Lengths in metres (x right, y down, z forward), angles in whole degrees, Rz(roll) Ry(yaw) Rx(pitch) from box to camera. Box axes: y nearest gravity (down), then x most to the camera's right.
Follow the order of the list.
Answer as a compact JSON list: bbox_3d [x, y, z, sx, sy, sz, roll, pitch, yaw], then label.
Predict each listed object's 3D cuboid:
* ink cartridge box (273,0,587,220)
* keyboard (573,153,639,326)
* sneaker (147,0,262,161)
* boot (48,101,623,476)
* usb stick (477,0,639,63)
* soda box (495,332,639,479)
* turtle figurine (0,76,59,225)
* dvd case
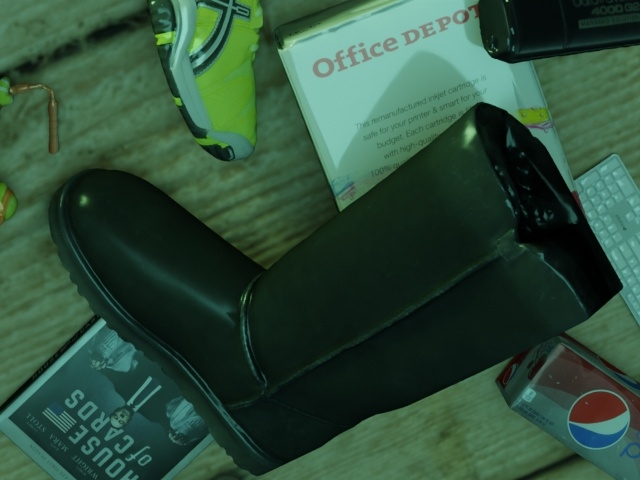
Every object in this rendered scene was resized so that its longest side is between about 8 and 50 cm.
[{"bbox_3d":[0.110,-0.097,1.793,0.226,0.131,0.306,-20,105,0],"label":"ink cartridge box"},{"bbox_3d":[0.341,0.032,1.913,0.072,0.014,0.256,-32,106,3],"label":"keyboard"},{"bbox_3d":[-0.095,-0.261,1.720,0.147,0.145,0.384,-11,107,-3],"label":"sneaker"},{"bbox_3d":[0.002,0.001,1.669,0.367,0.146,0.445,48,134,-12],"label":"boot"},{"bbox_3d":[0.252,-0.217,1.743,0.278,0.045,0.077,-12,90,-42],"label":"usb stick"},{"bbox_3d":[0.316,0.195,1.918,0.263,0.083,0.092,35,99,-14],"label":"soda box"},{"bbox_3d":[-0.385,-0.053,1.770,0.217,0.087,0.269,23,101,-12],"label":"turtle figurine"},{"bbox_3d":[-0.190,0.161,1.880,0.239,0.029,0.179,-44,104,5],"label":"dvd case"}]
